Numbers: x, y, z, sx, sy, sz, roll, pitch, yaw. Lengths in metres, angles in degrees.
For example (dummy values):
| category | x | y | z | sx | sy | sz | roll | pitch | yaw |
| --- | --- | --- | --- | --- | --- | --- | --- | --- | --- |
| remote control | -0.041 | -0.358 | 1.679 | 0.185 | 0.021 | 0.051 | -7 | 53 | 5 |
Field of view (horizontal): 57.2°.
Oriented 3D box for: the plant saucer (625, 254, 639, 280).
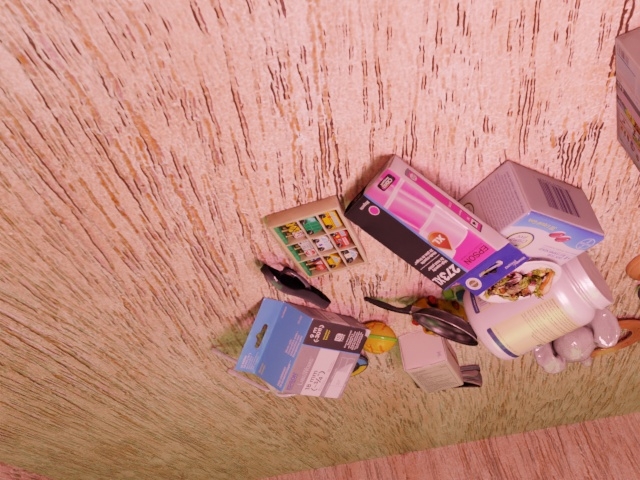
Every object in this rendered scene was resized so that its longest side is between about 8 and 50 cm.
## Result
| category | x | y | z | sx | sy | sz | roll | pitch | yaw |
| --- | --- | --- | --- | --- | --- | --- | --- | --- | --- |
| plant saucer | 1.020 | 0.071 | 1.748 | 0.200 | 0.037 | 0.200 | -7 | 147 | -4 |

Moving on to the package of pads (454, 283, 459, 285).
| category | x | y | z | sx | sy | sz | roll | pitch | yaw |
| --- | --- | --- | --- | --- | --- | --- | --- | --- | --- |
| package of pads | 0.379 | 0.104 | 1.651 | 0.083 | 0.032 | 0.050 | -17 | 143 | 12 |

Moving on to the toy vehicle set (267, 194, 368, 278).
| category | x | y | z | sx | sy | sz | roll | pitch | yaw |
| --- | --- | --- | --- | --- | --- | --- | --- | --- | --- |
| toy vehicle set | 0.000 | 0.000 | 1.400 | 0.166 | 0.035 | 0.267 | -16 | 146 | 12 |

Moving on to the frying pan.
| category | x | y | z | sx | sy | sz | roll | pitch | yaw |
| --- | --- | --- | --- | --- | --- | --- | --- | --- | --- |
| frying pan | 0.304 | 0.228 | 1.688 | 0.326 | 0.053 | 0.197 | 15 | 161 | 39 |

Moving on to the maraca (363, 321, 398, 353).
| category | x | y | z | sx | sy | sz | roll | pitch | yaw |
| --- | --- | --- | --- | --- | --- | --- | --- | --- | --- |
| maraca | 0.163 | 0.307 | 1.857 | 0.127 | 0.099 | 0.186 | 19 | 164 | -32 |

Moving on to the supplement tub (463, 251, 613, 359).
| category | x | y | z | sx | sy | sz | roll | pitch | yaw |
| --- | --- | --- | --- | --- | --- | --- | --- | --- | --- |
| supplement tub | 0.580 | 0.157 | 1.583 | 0.325 | 0.235 | 0.235 | -36 | 139 | 28 |

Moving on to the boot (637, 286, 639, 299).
| category | x | y | z | sx | sy | sz | roll | pitch | yaw |
| --- | --- | --- | --- | --- | --- | --- | --- | --- | --- |
| boot | 1.151 | 0.197 | 1.956 | 0.264 | 0.096 | 0.280 | -17 | 154 | -1 |

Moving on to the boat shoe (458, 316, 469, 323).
| category | x | y | z | sx | sy | sz | roll | pitch | yaw |
| --- | --- | --- | --- | --- | --- | --- | --- | --- | --- |
| boat shoe | 0.483 | 0.239 | 1.854 | 0.142 | 0.049 | 0.040 | -12 | 163 | 43 |

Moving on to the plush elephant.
| category | x | y | z | sx | sy | sz | roll | pitch | yaw |
| --- | --- | --- | --- | --- | --- | --- | --- | --- | --- |
| plush elephant | 0.764 | 0.273 | 1.792 | 0.272 | 0.255 | 0.330 | -26 | 143 | 25 |

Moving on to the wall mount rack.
| category | x | y | z | sx | sy | sz | roll | pitch | yaw |
| --- | --- | --- | --- | --- | --- | --- | --- | --- | --- |
| wall mount rack | -0.177 | 0.413 | 1.916 | 0.304 | 0.130 | 0.350 | -13 | 147 | 0 |

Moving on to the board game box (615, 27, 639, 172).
| category | x | y | z | sx | sy | sz | roll | pitch | yaw |
| --- | --- | --- | --- | --- | --- | --- | --- | --- | --- |
| board game box | 0.630 | -0.210 | 1.060 | 0.098 | 0.224 | 0.303 | -21 | 145 | 14 |

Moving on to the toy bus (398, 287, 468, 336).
| category | x | y | z | sx | sy | sz | roll | pitch | yaw |
| --- | --- | --- | --- | --- | --- | --- | --- | --- | --- |
| toy bus | 0.354 | 0.241 | 1.787 | 0.202 | 0.104 | 0.191 | -13 | 146 | 6 |

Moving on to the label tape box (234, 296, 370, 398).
| category | x | y | z | sx | sy | sz | roll | pitch | yaw |
| --- | --- | --- | --- | --- | --- | --- | --- | --- | --- |
| label tape box | -0.047 | 0.320 | 1.705 | 0.334 | 0.106 | 0.240 | 17 | 100 | -35 |

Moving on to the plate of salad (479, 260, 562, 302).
| category | x | y | z | sx | sy | sz | roll | pitch | yaw |
| --- | --- | --- | --- | --- | --- | --- | --- | --- | --- |
| plate of salad | 0.475 | 0.109 | 1.395 | 0.200 | 0.048 | 0.199 | -6 | 148 | -4 |

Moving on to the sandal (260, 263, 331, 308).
| category | x | y | z | sx | sy | sz | roll | pitch | yaw |
| --- | --- | --- | --- | --- | --- | --- | --- | --- | --- |
| sandal | -0.060 | 0.106 | 1.514 | 0.254 | 0.097 | 0.054 | 29 | 102 | -47 |

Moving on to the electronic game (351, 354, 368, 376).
| category | x | y | z | sx | sy | sz | roll | pitch | yaw |
| --- | --- | --- | --- | --- | --- | --- | --- | --- | --- |
| electronic game | 0.058 | 0.450 | 2.088 | 0.229 | 0.048 | 0.229 | -6 | 147 | -4 |

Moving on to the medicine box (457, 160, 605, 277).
| category | x | y | z | sx | sy | sz | roll | pitch | yaw |
| --- | --- | --- | --- | --- | --- | --- | --- | --- | --- |
| medicine box | 0.447 | -0.016 | 1.378 | 0.264 | 0.149 | 0.289 | 13 | 140 | -30 |

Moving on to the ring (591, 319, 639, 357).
| category | x | y | z | sx | sy | sz | roll | pitch | yaw |
| --- | --- | --- | --- | --- | --- | --- | --- | --- | --- |
| ring | 1.059 | 0.371 | 2.219 | 0.337 | 0.032 | 0.336 | -6 | 148 | -4 |

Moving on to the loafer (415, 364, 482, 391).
| category | x | y | z | sx | sy | sz | roll | pitch | yaw |
| --- | --- | --- | --- | --- | --- | --- | --- | --- | --- |
| loafer | 0.507 | 0.558 | 2.324 | 0.268 | 0.084 | 0.096 | -12 | 147 | 5 |

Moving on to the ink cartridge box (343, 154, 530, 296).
| category | x | y | z | sx | sy | sz | roll | pitch | yaw |
| --- | --- | --- | --- | --- | --- | --- | --- | --- | --- |
| ink cartridge box | 0.247 | -0.009 | 1.260 | 0.371 | 0.069 | 0.175 | 34 | 134 | -8 |

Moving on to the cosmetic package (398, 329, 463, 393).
| category | x | y | z | sx | sy | sz | roll | pitch | yaw |
| --- | --- | --- | --- | --- | --- | --- | --- | --- | --- |
| cosmetic package | 0.389 | 0.423 | 2.051 | 0.153 | 0.129 | 0.296 | -17 | 147 | 14 |
